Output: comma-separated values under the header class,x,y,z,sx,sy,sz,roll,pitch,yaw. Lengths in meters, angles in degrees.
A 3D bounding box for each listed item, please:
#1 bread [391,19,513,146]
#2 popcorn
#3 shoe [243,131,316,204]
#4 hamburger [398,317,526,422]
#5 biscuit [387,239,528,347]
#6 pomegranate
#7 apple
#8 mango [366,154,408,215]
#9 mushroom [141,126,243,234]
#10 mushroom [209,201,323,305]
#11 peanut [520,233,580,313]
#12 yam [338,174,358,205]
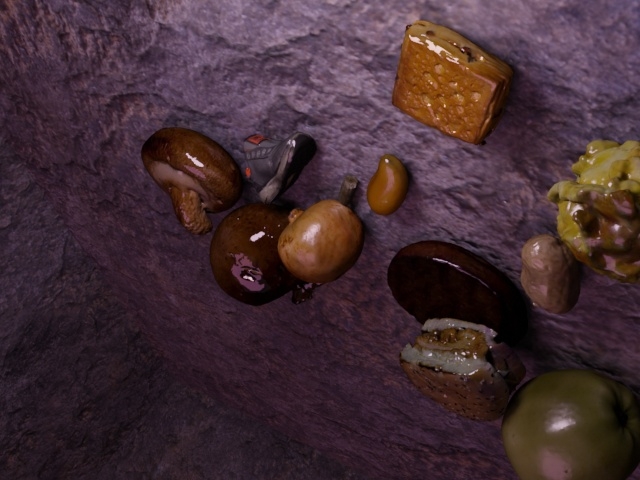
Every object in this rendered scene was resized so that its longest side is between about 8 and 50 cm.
class,x,y,z,sx,sy,sz,roll,pitch,yaw
bread,0.260,-0.310,1.374,0.235,0.099,0.210,33,148,19
popcorn,0.555,-0.049,1.278,0.293,0.237,0.293,23,144,18
shoe,-0.129,-0.234,1.879,0.171,0.132,0.336,47,153,3
hamburger,0.398,0.355,1.895,0.318,0.195,0.276,0,135,52
biscuit,0.372,0.150,1.899,0.408,0.091,0.407,27,151,16
pomegranate,0.000,0.000,1.940,0.248,0.248,0.248,27,149,18
apple,0.659,0.507,1.830,0.357,0.357,0.357,27,149,18
mango,0.169,-0.138,1.722,0.102,0.085,0.184,32,140,17
mushroom,-0.389,-0.209,2.108,0.345,0.239,0.345,10,130,12
mushroom,-0.148,0.038,2.181,0.331,0.356,0.334,-44,73,43
peanut,0.522,0.074,1.593,0.129,0.129,0.224,10,134,39
yam,0.072,-0.134,1.865,0.043,0.043,0.094,33,152,8
